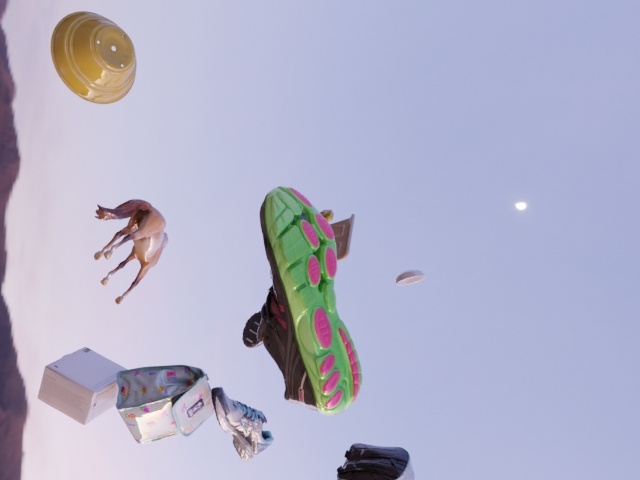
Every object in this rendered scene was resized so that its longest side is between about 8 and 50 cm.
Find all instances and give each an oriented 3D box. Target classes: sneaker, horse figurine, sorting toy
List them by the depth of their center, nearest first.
[{"bbox_3d":[-0.338,0.002,1.283,0.066,0.174,0.263,31,-32,14],"label":"horse figurine"},{"bbox_3d":[-0.063,0.127,1.439,0.202,0.185,0.482,-12,-93,38],"label":"sneaker"},{"bbox_3d":[0.000,0.000,2.004,0.229,0.041,0.307,-22,-154,20],"label":"sorting toy"},{"bbox_3d":[-0.232,0.527,2.084,0.283,0.122,0.110,65,-3,-31],"label":"sneaker"},{"bbox_3d":[-0.165,0.269,2.366,0.100,0.271,0.108,26,-38,19],"label":"sneaker"}]

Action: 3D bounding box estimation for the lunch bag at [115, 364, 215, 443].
[{"bbox_3d":[-0.448,0.476,2.068,0.223,0.262,0.160,85,-6,-47],"label":"lunch bag"}]

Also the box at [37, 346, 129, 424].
[{"bbox_3d":[-0.702,0.428,2.076,0.182,0.181,0.119,24,-72,14],"label":"box"}]

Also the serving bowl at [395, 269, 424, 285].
[{"bbox_3d":[0.246,0.099,1.934,0.083,0.083,0.027,-39,-121,53],"label":"serving bowl"}]

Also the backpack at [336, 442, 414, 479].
[{"bbox_3d":[0.160,0.637,1.879,0.188,0.166,0.144,-13,-75,26],"label":"backpack"}]

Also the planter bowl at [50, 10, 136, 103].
[{"bbox_3d":[-0.492,-0.427,1.588,0.090,0.217,0.217,-7,-101,43],"label":"planter bowl"}]
